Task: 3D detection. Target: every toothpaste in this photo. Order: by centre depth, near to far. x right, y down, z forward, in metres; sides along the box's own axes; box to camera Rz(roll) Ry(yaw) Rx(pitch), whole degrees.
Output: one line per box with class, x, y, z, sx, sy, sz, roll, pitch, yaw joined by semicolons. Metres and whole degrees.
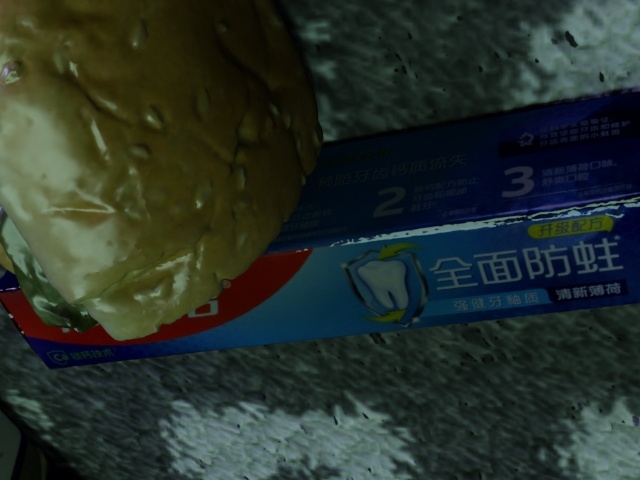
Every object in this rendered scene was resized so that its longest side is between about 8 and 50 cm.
toothpaste;0.000;0.001;0.526;0.320;0.076;0.066;-9;130;21

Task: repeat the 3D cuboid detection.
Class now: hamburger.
hamburger;-0.086;-0.080;0.441;0.135;0.155;0.208;-6;120;13

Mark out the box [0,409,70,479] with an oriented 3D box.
box;-0.286;0.140;0.716;0.168;0.071;0.259;-18;123;26
